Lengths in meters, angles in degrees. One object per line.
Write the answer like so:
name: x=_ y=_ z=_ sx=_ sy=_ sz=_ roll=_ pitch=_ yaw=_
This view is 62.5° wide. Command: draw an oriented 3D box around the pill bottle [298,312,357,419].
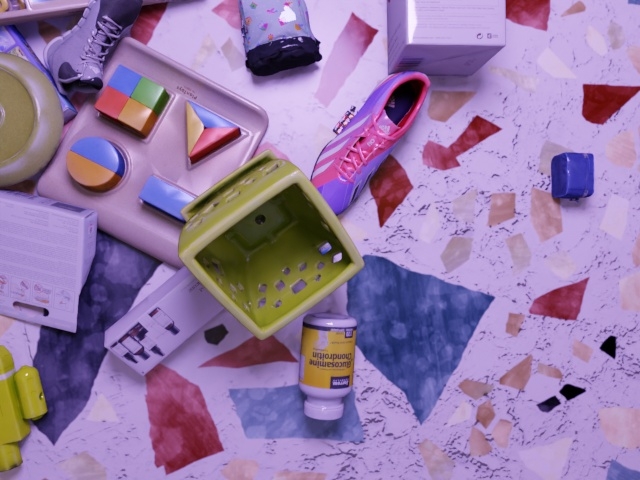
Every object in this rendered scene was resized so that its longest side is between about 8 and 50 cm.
pill bottle: x=0.012 y=0.233 z=0.987 sx=0.103 sy=0.103 sz=0.184 roll=4 pitch=90 yaw=-4

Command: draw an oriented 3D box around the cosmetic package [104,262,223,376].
cosmetic package: x=-0.271 y=0.134 z=0.974 sx=0.239 sy=0.060 sz=0.099 roll=-41 pitch=120 yaw=-2

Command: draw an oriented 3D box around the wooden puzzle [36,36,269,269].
wooden puzzle: x=-0.311 y=-0.161 z=0.976 sx=0.322 sy=0.080 sz=0.347 roll=28 pitch=89 yaw=-4

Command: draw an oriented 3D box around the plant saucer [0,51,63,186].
plant saucer: x=-0.579 y=-0.215 z=0.919 sx=0.241 sy=0.037 sz=0.240 roll=0 pitch=91 yaw=-4

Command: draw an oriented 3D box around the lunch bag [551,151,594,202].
lunch bag: x=0.499 y=-0.123 z=1.035 sx=0.065 sy=0.067 sz=0.098 roll=-1 pitch=91 yaw=-3

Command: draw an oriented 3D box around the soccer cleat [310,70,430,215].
soccer cleat: x=0.087 y=-0.182 z=0.978 sx=0.109 sy=0.116 sz=0.318 roll=36 pitch=88 yaw=-14

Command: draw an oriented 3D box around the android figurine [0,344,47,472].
android figurine: x=-0.642 y=0.296 z=0.969 sx=0.248 sy=0.056 sz=0.272 roll=-14 pitch=92 yaw=-3

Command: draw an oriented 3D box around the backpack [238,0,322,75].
backpack: x=-0.082 y=-0.413 z=0.973 sx=0.152 sy=0.115 sz=0.181 roll=-12 pitch=88 yaw=-1

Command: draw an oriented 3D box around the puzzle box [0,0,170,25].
puzzle box: x=-0.428 y=-0.546 z=0.922 sx=0.409 sy=0.052 sz=0.271 roll=-16 pitch=102 yaw=-14

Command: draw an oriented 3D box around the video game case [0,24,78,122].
video game case: x=-0.630 y=-0.278 z=0.964 sx=0.244 sy=0.061 sz=0.269 roll=-35 pitch=93 yaw=-2

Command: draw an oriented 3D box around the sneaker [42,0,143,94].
sneaker: x=-0.387 y=-0.335 z=0.932 sx=0.229 sy=0.086 sz=0.132 roll=-33 pitch=65 yaw=20

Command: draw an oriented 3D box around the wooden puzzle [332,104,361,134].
wooden puzzle: x=0.058 y=-0.222 z=1.036 sx=0.049 sy=0.006 sz=0.083 roll=38 pitch=88 yaw=-3

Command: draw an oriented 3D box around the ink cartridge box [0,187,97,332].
ink cartridge box: x=-0.519 y=0.037 z=0.978 sx=0.189 sy=0.066 sz=0.232 roll=13 pitch=112 yaw=4

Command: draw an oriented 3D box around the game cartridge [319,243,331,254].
game cartridge: x=0.000 y=0.000 z=1.030 sx=0.056 sy=0.017 sz=0.083 roll=36 pitch=88 yaw=-7

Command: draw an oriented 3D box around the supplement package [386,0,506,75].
supplement package: x=0.219 y=-0.470 z=0.960 sx=0.176 sy=0.177 sz=0.292 roll=-1 pitch=90 yaw=-3

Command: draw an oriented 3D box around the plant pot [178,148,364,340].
plant pot: x=-0.096 y=-0.010 z=0.902 sx=0.227 sy=0.207 sz=0.228 roll=-36 pitch=122 yaw=0
